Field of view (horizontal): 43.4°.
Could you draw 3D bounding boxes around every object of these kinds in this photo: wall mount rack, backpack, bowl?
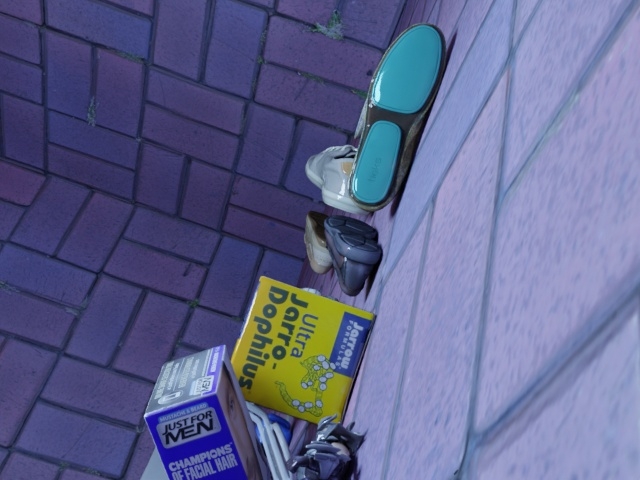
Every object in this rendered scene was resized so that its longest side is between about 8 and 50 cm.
[{"bbox_3d":[-0.146,0.382,1.552,0.350,0.130,0.304,117,133,-72],"label":"wall mount rack"},{"bbox_3d":[-0.121,0.470,1.937,0.120,0.097,0.101,115,177,-71],"label":"backpack"},{"bbox_3d":[0.151,-0.329,2.065,0.170,0.080,0.170,-161,90,-88],"label":"bowl"}]

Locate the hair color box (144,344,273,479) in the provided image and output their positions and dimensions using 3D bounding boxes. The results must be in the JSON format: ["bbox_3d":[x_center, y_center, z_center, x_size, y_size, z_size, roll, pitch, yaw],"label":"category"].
[{"bbox_3d":[-0.132,0.342,1.135,0.185,0.110,0.339,-104,-5,-77],"label":"hair color box"}]

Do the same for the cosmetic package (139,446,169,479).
[{"bbox_3d":[-0.362,0.786,2.189,0.394,0.327,0.330,-117,46,-84],"label":"cosmetic package"}]

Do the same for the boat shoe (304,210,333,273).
[{"bbox_3d":[0.000,0.000,2.394,0.341,0.121,0.110,-85,15,-73],"label":"boat shoe"}]

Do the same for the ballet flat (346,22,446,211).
[{"bbox_3d":[0.136,-0.218,1.457,0.123,0.123,0.349,-153,82,-87],"label":"ballet flat"}]

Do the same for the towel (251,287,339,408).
[{"bbox_3d":[-0.073,0.251,1.805,0.283,0.121,0.235,-30,39,58],"label":"towel"}]

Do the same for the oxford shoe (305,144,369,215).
[{"bbox_3d":[0.062,-0.169,1.949,0.449,0.169,0.130,-113,38,-75],"label":"oxford shoe"}]

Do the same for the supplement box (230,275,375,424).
[{"bbox_3d":[-0.050,0.195,1.400,0.356,0.195,0.194,129,160,-80],"label":"supplement box"}]

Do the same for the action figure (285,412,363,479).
[{"bbox_3d":[-0.021,0.334,1.001,0.185,0.099,0.285,99,-171,-46],"label":"action figure"}]

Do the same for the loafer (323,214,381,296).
[{"bbox_3d":[0.052,0.022,1.541,0.302,0.109,0.095,-98,23,-77],"label":"loafer"}]
